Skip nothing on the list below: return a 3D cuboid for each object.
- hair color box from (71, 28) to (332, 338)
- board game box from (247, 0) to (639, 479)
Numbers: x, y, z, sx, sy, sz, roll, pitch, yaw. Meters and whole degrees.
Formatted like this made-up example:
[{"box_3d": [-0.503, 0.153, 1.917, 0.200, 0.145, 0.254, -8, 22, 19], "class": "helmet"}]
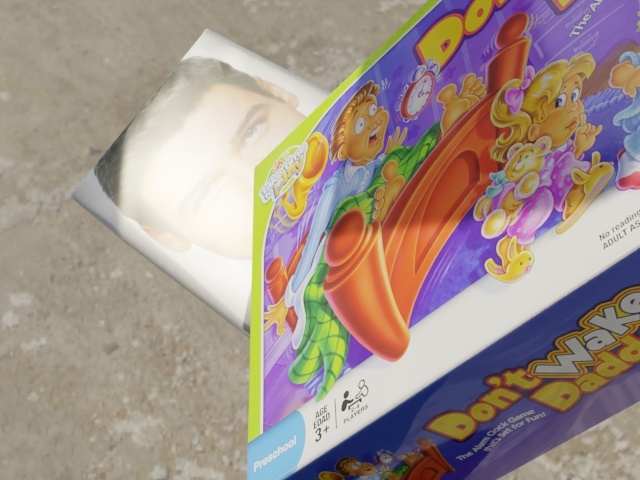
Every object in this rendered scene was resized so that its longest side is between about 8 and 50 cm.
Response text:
[{"box_3d": [0.000, 0.000, 0.689, 0.374, 0.113, 0.185, 33, 81, 32], "class": "hair color box"}, {"box_3d": [0.104, -0.043, 0.408, 0.078, 0.347, 0.233, 31, 35, -29], "class": "board game box"}]
